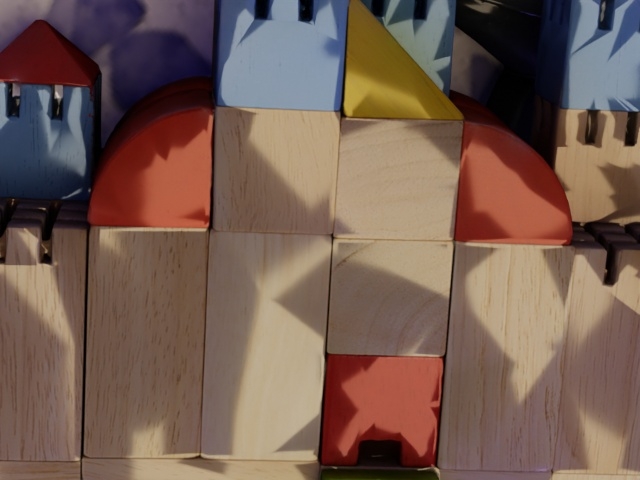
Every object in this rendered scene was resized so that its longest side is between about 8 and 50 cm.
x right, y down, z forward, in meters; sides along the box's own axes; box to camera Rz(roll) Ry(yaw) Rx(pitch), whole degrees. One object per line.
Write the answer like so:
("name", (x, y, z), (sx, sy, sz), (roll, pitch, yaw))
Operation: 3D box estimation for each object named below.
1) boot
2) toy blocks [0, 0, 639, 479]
("boot", (0.089, -0.072, 0.701), (0.121, 0.045, 0.099), (12, 111, -25))
("toy blocks", (0.000, 0.000, 0.622), (0.381, 0.191, 0.261), (2, 104, -5))
